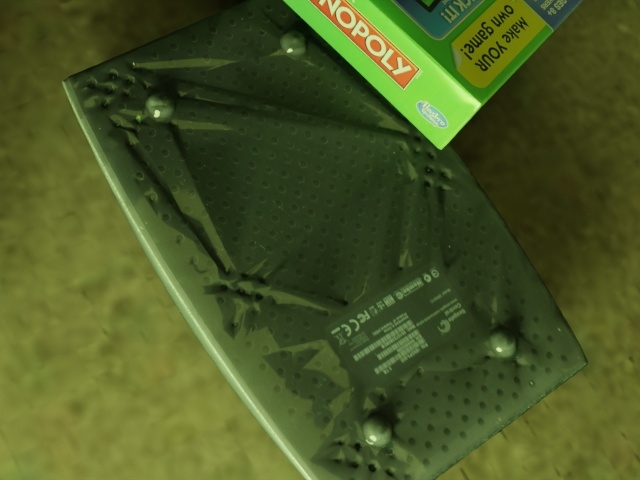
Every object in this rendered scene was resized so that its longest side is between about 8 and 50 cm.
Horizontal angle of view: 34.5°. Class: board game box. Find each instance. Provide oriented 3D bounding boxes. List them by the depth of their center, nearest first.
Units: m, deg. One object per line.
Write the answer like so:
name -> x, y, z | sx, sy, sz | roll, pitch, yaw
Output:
board game box -> 0.082, -0.217, 0.612 | 0.213, 0.046, 0.317 | 43, 53, 2

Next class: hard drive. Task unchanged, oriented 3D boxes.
hard drive -> 0.000, 0.000, 0.523 | 0.172, 0.054, 0.255 | -30, 80, -26
